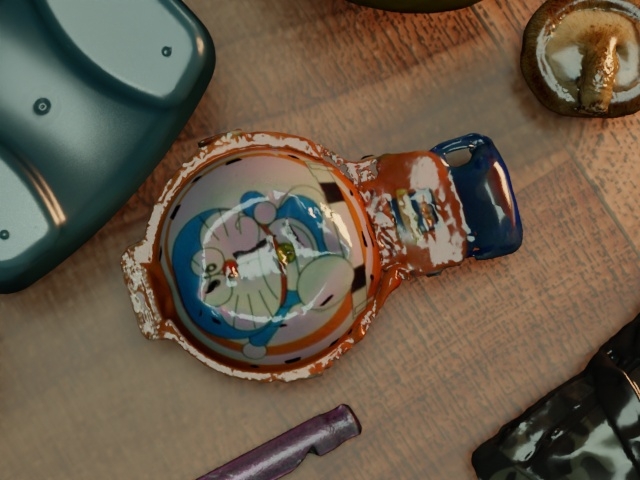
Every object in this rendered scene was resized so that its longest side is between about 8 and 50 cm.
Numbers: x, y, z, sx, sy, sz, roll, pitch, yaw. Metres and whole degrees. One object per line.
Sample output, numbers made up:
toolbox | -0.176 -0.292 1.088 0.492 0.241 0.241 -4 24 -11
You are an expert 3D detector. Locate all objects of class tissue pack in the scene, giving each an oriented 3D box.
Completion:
tissue pack | -0.227 -0.103 1.532 0.198 0.206 0.287 40 85 -5

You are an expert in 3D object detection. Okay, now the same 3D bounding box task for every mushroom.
mushroom | 0.234 -0.160 1.597 0.127 0.087 0.127 0 86 -3

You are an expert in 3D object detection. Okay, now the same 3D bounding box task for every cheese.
cheese | 0.000 0.000 1.552 0.329 0.129 0.217 -15 84 -3

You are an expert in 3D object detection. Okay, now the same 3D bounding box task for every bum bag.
bum bag | 0.282 0.126 1.559 0.340 0.095 0.144 -42 70 -7

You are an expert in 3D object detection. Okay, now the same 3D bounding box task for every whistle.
whistle | -0.047 0.188 1.574 0.176 0.033 0.033 -27 84 -4

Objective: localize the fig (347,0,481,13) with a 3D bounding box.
fig | 0.043 -0.333 1.534 0.316 0.316 0.316 0 82 -1
